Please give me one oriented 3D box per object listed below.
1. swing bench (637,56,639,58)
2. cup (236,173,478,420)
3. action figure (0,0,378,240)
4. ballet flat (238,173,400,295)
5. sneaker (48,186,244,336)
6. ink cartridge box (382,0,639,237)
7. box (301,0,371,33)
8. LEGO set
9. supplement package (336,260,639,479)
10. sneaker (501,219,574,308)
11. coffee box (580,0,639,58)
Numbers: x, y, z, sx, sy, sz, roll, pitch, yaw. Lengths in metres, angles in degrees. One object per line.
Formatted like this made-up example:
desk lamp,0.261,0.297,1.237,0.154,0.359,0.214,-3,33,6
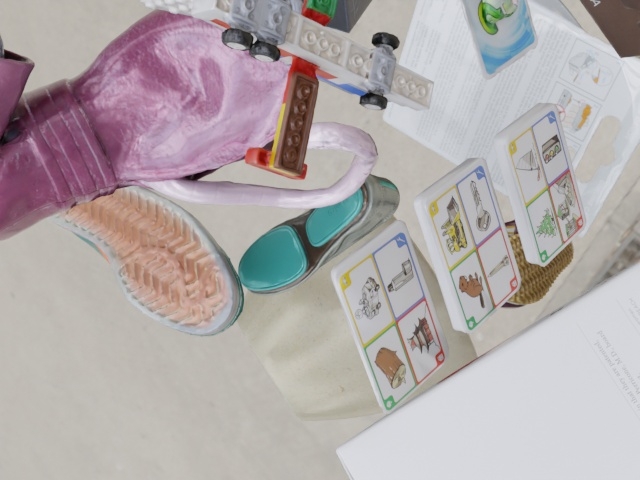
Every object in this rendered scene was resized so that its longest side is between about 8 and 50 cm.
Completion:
swing bench,0.648,-0.308,1.488,0.254,0.253,0.165,37,145,-8
cup,0.026,0.112,1.189,0.331,0.237,0.331,56,174,9
action figure,-0.184,-0.065,0.670,0.276,0.370,0.248,59,164,16
ballet flat,0.000,0.000,0.902,0.213,0.068,0.072,-36,64,38
sneaker,-0.175,0.003,0.926,0.302,0.108,0.121,37,-178,29
ink cartridge box,0.299,-0.225,1.305,0.385,0.091,0.308,34,136,18
box,0.037,-0.649,1.696,0.179,0.312,0.343,21,153,20
LEGO set,0.035,-0.070,0.414,0.060,0.182,0.244,6,125,49
supplement package,0.196,0.156,0.698,0.293,0.177,0.175,-37,76,24
sneaker,0.172,0.023,0.817,0.084,0.185,0.070,-14,93,37
coffee box,0.298,-0.309,0.667,0.168,0.297,0.119,40,162,-33
